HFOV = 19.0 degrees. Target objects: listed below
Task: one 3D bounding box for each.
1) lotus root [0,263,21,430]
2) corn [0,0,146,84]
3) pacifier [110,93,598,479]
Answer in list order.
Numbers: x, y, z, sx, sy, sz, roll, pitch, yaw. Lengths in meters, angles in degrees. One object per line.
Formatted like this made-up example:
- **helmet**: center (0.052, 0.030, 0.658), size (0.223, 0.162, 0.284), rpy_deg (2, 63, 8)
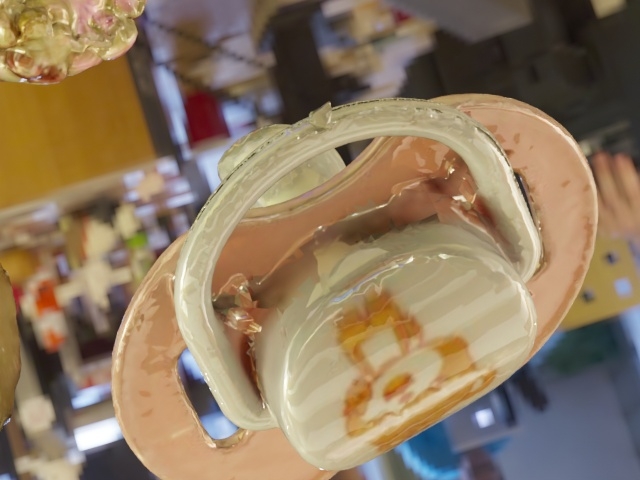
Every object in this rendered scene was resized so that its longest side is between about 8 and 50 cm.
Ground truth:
- **lotus root**: center (-0.282, 0.045, 0.793), size (0.250, 0.316, 0.316), rpy_deg (-4, 169, 3)
- **corn**: center (-0.175, -0.105, 0.640), size (0.281, 0.092, 0.092), rpy_deg (14, -169, 38)
- **pacifier**: center (0.017, 0.027, 1.191), size (0.332, 0.220, 0.273), rpy_deg (-29, -175, -8)
